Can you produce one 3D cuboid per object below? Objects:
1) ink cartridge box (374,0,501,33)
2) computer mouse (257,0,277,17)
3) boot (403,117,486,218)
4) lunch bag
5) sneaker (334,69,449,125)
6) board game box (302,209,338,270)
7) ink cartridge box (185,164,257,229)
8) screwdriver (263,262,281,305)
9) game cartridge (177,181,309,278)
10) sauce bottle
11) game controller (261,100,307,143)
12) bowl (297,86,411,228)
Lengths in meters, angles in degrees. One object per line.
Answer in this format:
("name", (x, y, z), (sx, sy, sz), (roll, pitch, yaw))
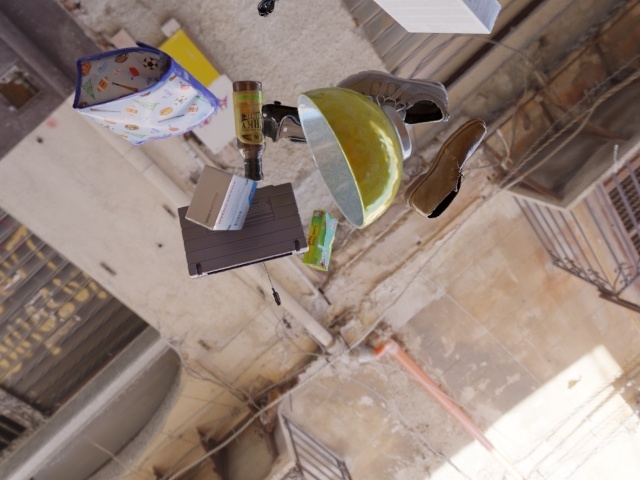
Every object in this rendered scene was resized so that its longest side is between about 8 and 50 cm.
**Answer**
("ink cartridge box", (0.282, -0.712, 1.281), (0.308, 0.385, 0.091), (27, -81, 43))
("computer mouse", (-0.242, -0.969, 1.649), (0.188, 0.272, 0.072), (-24, -149, 49))
("boot", (0.368, -0.191, 1.259), (0.305, 0.112, 0.115), (-54, -138, 15))
("lunch bag", (-0.600, -0.523, 1.623), (0.385, 0.328, 0.239), (-6, -100, 16))
("sneaker", (0.160, -0.313, 1.030), (0.281, 0.105, 0.115), (-3, -135, -4))
("board game box", (0.000, 0.000, 1.504), (0.043, 0.092, 0.181), (4, -104, 36))
("ink cartridge box", (-0.254, -0.109, 1.205), (0.203, 0.085, 0.148), (-3, 115, -80))
("screwdriver", (-0.178, 0.157, 1.636), (0.025, 0.170, 0.024), (-18, -171, 37))
("game cartridge", (-0.233, -0.035, 1.368), (0.355, 0.068, 0.230), (-13, -111, -5))
("sauce bottle", (-0.245, -0.383, 1.614), (0.111, 0.345, 0.111), (-4, -166, 1))
("game controller", (-0.083, -0.326, 1.286), (0.166, 0.067, 0.319), (-2, -177, -7))
("bowl", (0.084, -0.185, 0.907), (0.156, 0.289, 0.289), (-27, -157, -6))
